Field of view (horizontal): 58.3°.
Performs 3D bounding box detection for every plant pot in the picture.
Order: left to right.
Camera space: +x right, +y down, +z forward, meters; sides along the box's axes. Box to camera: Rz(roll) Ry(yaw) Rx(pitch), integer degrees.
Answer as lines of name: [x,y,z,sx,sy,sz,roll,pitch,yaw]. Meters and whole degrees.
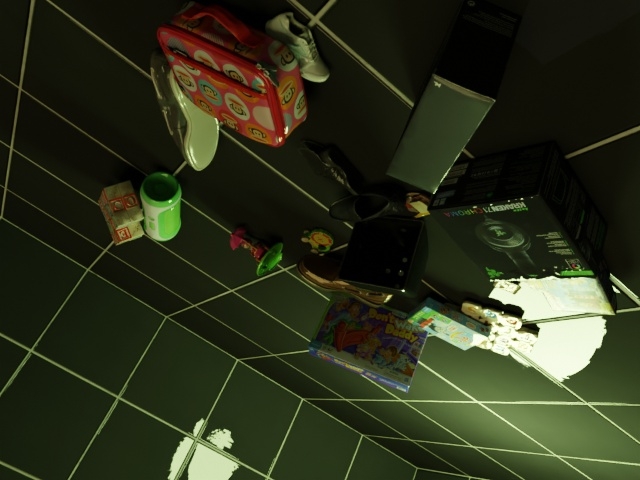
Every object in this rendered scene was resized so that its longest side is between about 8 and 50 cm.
plant pot: [0.181,0.057,1.490,0.188,0.187,0.167,8,160,31]

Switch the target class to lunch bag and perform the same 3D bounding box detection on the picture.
lunch bag: [-0.169,-0.335,1.117,0.293,0.120,0.258,30,157,21]

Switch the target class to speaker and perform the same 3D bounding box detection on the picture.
speaker: [-0.514,-0.105,1.854,0.131,0.131,0.296,27,153,-2]

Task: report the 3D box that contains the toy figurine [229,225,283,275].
toy figurine: [-0.218,0.019,1.872,0.159,0.130,0.173,35,180,13]

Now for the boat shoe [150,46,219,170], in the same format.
boat shoe: [-0.320,-0.310,1.360,0.095,0.112,0.335,35,152,22]

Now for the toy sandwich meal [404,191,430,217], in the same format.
toy sandwich meal: [0.231,-0.082,1.349,0.086,0.029,0.085,21,153,11]

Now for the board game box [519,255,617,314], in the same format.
board game box: [0.565,0.094,1.335,0.194,0.060,0.194,1,144,42]

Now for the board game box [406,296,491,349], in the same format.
board game box: [0.389,0.257,1.755,0.212,0.039,0.160,26,153,-2]

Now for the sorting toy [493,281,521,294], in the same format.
sorting toy: [0.488,0.111,1.485,0.062,0.012,0.083,27,157,10]

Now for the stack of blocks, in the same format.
stack of blocks: [-0.662,-0.085,1.918,0.297,0.087,0.171,-11,100,66]

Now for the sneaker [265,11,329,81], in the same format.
sneaker: [-0.034,-0.357,1.067,0.152,0.053,0.061,41,147,-26]

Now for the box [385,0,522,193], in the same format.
box: [0.210,-0.227,0.940,0.103,0.184,0.261,25,154,3]

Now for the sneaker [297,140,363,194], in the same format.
sneaker: [0.024,-0.170,1.356,0.089,0.051,0.170,-5,135,46]

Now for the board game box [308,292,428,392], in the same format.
board game box: [0.165,0.325,1.906,0.347,0.233,0.078,18,152,14]

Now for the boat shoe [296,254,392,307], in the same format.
boat shoe: [0.082,0.103,1.739,0.307,0.110,0.104,19,148,-11]

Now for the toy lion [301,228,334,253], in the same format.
toy lion: [0.000,0.000,1.702,0.096,0.034,0.100,-1,143,30]

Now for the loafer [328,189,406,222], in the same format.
loafer: [0.100,-0.085,1.390,0.223,0.076,0.078,-7,178,42]

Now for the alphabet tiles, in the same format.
alphabet tiles: [0.504,0.264,1.735,0.284,0.021,0.278,17,152,18]

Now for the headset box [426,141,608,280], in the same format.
headset box: [0.404,-0.038,1.164,0.246,0.131,0.283,-6,140,47]
